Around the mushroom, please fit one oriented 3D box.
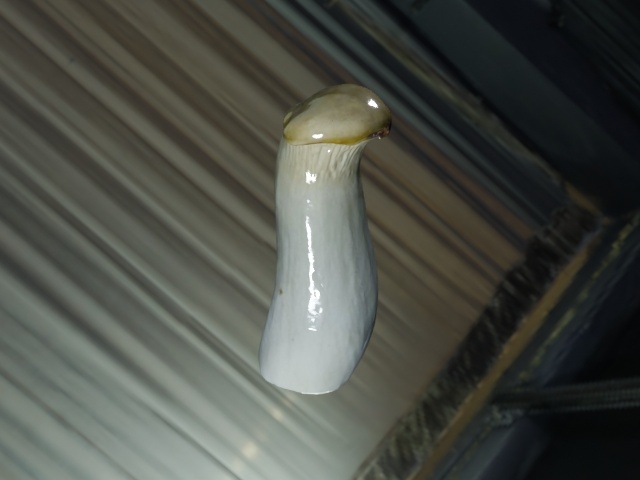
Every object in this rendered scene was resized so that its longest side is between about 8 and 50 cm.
[{"bbox_3d":[0.000,0.000,1.077,0.159,0.122,0.328,-115,-155,-59],"label":"mushroom"}]
